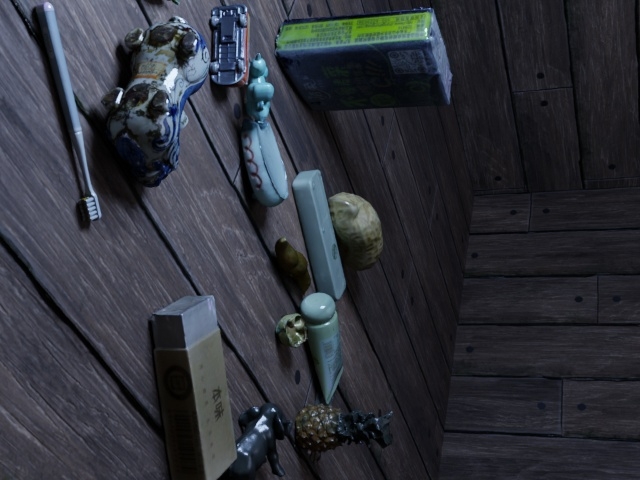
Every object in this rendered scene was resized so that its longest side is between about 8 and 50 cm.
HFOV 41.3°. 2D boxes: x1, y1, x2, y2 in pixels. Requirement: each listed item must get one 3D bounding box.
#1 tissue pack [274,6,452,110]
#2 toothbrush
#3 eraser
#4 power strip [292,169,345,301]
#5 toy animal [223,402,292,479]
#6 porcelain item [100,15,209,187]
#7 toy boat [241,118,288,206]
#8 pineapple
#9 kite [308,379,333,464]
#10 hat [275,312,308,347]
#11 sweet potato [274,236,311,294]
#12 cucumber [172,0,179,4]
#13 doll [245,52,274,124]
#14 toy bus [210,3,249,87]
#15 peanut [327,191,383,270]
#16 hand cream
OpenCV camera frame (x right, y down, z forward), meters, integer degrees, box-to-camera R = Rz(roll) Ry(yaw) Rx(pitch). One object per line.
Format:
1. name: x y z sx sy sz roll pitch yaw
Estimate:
1. tissue pack: 0.118 -0.449 2.160 0.288 0.394 0.124 52 42 -59
2. toothbrush: -0.389 -0.192 1.315 0.030 0.025 0.342 -40 126 -62
3. eraser: -0.236 0.284 1.600 0.144 0.078 0.344 -33 119 -68
4. power strip: 0.000 0.000 2.275 0.091 0.062 0.385 -58 140 -57
5. toy animal: -0.126 0.449 1.821 0.245 0.114 0.146 -59 142 -56
6. porcelain item: -0.273 -0.243 1.480 0.186 0.138 0.288 76 23 -56
7. toy boat: -0.138 -0.176 1.937 0.134 0.078 0.208 -37 112 -74
8. pineapple: 0.062 0.474 2.133 0.128 0.248 0.128 -4 90 -67
9. kite: 0.001 0.479 2.298 0.141 0.015 0.245 61 32 -45
10. hat: -0.075 0.218 2.062 0.076 0.059 0.077 -34 116 -47
11. sweet potato: -0.063 0.064 2.103 0.274 0.067 0.067 64 31 -57
12. cucumber: -0.311 -0.483 1.508 0.250 0.056 0.056 26 63 -66
13. doll: -0.137 -0.328 1.870 0.158 0.059 0.159 156 -68 -81
14. toy bus: -0.188 -0.407 1.802 0.077 0.079 0.174 26 63 -78
15. peanut: 0.095 -0.029 2.397 0.140 0.153 0.325 -50 146 -17
16. hand cream: 0.017 0.278 2.253 0.147 0.093 0.306 -61 145 -51
